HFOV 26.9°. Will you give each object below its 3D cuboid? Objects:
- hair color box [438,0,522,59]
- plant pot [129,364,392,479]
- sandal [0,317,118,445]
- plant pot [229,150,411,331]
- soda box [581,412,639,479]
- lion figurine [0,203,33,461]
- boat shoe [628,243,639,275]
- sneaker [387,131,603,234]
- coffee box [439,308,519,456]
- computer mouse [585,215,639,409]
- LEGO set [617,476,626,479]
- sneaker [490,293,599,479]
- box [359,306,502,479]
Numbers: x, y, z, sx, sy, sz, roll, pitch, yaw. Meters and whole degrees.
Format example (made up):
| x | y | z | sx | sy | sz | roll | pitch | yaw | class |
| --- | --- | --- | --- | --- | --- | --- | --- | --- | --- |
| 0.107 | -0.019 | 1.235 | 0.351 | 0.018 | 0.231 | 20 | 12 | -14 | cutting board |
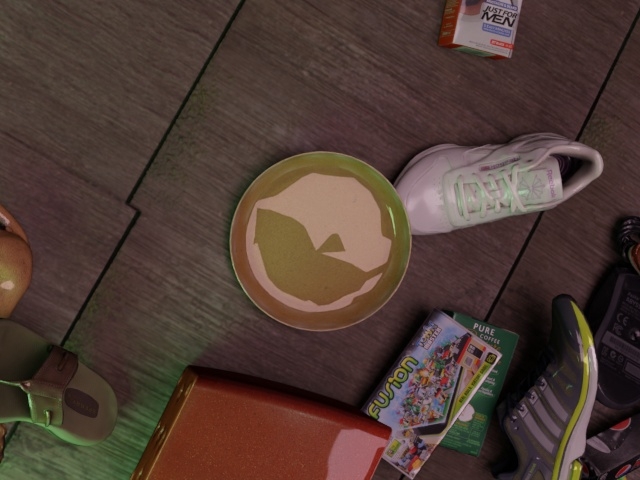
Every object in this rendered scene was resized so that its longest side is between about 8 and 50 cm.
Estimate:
| x | y | z | sx | sy | sz | roll | pitch | yaw | class |
| --- | --- | --- | --- | --- | --- | --- | --- | --- | --- |
| 0.225 | -0.337 | 1.818 | 0.093 | 0.053 | 0.167 | 10 | 90 | -20 | hair color box |
| -0.096 | 0.288 | 1.658 | 0.235 | 0.267 | 0.267 | 27 | 85 | -8 | plant pot |
| -0.313 | 0.168 | 1.562 | 0.303 | 0.086 | 0.120 | 33 | 63 | -58 | sandal |
| 0.000 | 0.000 | 1.747 | 0.236 | 0.032 | 0.236 | -1 | 99 | -4 | plant pot |
| 0.439 | 0.297 | 1.929 | 0.169 | 0.060 | 0.053 | -21 | 146 | -27 | soda box |
| -0.422 | 0.093 | 1.569 | 0.240 | 0.142 | 0.392 | 29 | 80 | -30 | lion figurine |
| 0.492 | 0.056 | 1.904 | 0.137 | 0.043 | 0.049 | 49 | 64 | -12 | boat shoe |
| 0.234 | -0.083 | 1.792 | 0.305 | 0.152 | 0.114 | -18 | 103 | -17 | sneaker |
| 0.195 | 0.197 | 1.859 | 0.113 | 0.040 | 0.184 | 18 | 89 | -20 | coffee box |
| 0.447 | 0.120 | 1.938 | 0.188 | 0.072 | 0.272 | 34 | 70 | -18 | computer mouse |
| 0.333 | 0.412 | 1.895 | 0.287 | 0.107 | 0.132 | -12 | 99 | -19 | LEGO set |
| 0.305 | 0.218 | 1.828 | 0.121 | 0.111 | 0.300 | 5 | 102 | -2 | sneaker |
| 0.139 | 0.205 | 1.803 | 0.114 | 0.036 | 0.207 | 35 | 90 | 6 | box |
